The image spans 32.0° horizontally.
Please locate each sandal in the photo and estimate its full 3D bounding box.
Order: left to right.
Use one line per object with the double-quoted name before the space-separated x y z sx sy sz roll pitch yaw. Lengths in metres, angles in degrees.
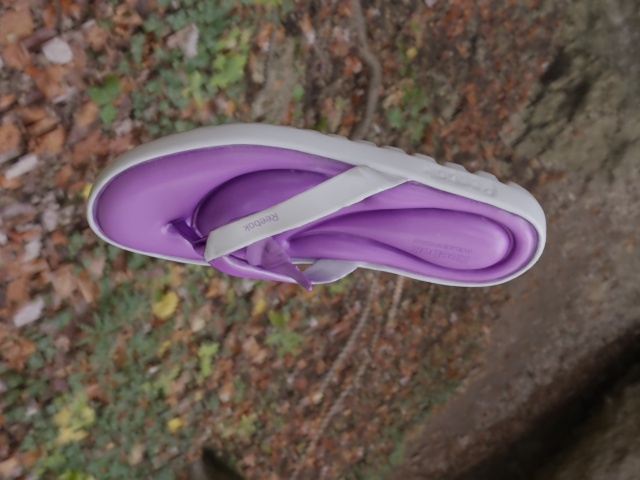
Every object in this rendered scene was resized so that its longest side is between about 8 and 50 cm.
"sandal" 0.001 -0.011 0.981 0.416 0.102 0.169 3 136 -5
